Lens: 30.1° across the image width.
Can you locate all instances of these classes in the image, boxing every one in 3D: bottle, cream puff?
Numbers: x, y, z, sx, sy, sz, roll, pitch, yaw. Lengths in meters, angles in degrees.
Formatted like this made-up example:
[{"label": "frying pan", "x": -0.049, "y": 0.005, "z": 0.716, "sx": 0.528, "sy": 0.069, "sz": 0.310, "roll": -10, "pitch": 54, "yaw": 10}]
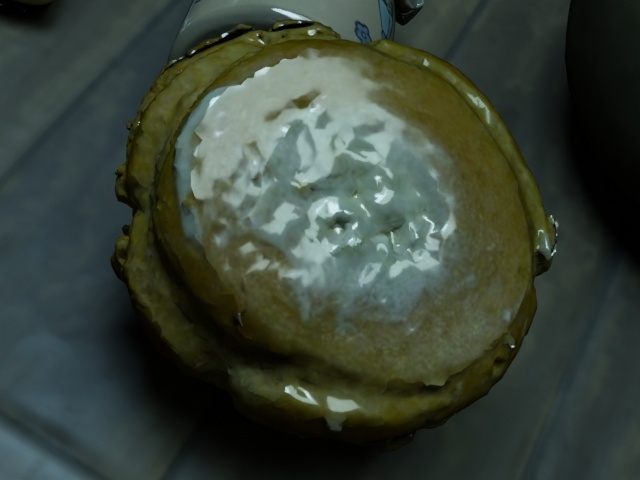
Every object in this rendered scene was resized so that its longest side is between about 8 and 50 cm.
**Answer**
[{"label": "bottle", "x": -0.004, "y": -0.111, "z": 0.538, "sx": 0.099, "sy": 0.099, "sz": 0.152, "roll": 24, "pitch": 47, "yaw": -6}, {"label": "cream puff", "x": 0.000, "y": 0.000, "z": 0.440, "sx": 0.150, "sy": 0.115, "sz": 0.165, "roll": -25, "pitch": 89, "yaw": -17}]

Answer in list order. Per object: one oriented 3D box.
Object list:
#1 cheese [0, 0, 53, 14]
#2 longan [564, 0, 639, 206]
[{"label": "cheese", "x": -0.186, "y": -0.158, "z": 0.528, "sx": 0.162, "sy": 0.036, "sz": 0.086, "roll": 19, "pitch": 50, "yaw": -11}, {"label": "longan", "x": 0.236, "y": -0.102, "z": 0.556, "sx": 0.248, "sy": 0.248, "sz": 0.248, "roll": 12, "pitch": 53, "yaw": -16}]
